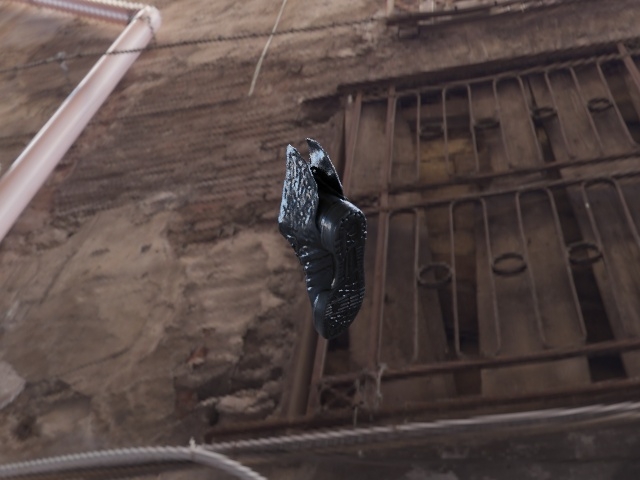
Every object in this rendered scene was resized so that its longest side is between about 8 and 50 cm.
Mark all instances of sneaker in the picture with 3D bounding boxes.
[{"bbox_3d":[-0.002,0.001,0.885,0.089,0.051,0.170,37,-45,38],"label":"sneaker"}]
